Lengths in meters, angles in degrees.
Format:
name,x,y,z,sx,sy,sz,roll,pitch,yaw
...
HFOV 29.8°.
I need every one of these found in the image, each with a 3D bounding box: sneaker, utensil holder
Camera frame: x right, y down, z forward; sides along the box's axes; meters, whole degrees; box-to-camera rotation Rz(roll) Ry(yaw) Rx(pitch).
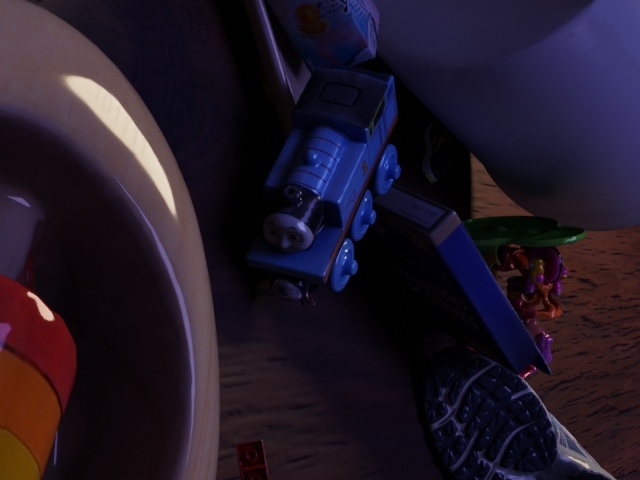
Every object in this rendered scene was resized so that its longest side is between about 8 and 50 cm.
name,x,y,z,sx,sy,sz,roll,pitch,yaw
sneaker,0.184,0.198,1.185,0.283,0.110,0.122,46,4,-25
utensil holder,0.230,-0.224,1.173,0.385,0.327,0.327,32,50,-54
sneaker,0.129,-0.094,1.261,0.031,0.035,0.083,51,36,-41

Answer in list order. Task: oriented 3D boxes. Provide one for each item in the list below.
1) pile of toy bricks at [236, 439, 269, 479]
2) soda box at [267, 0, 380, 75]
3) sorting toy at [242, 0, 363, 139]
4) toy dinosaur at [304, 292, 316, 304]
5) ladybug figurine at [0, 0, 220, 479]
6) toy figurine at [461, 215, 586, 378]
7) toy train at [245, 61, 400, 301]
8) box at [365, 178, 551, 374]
name,x,y,z,sx,sy,sz,roll,pitch,yaw
pile of toy bricks,-0.062,0.223,0.700,0.105,0.118,0.212,94,-14,-64
soda box,-0.017,-0.217,0.930,0.183,0.058,0.063,55,30,-38
sorting toy,-0.022,-0.186,1.026,0.208,0.038,0.193,-31,105,-66
toy dinosaur,0.000,0.000,0.993,0.082,0.047,0.090,-14,124,-71
ladybug figurine,-0.177,0.097,0.452,0.305,0.162,0.449,53,34,-35
toy figurine,0.196,0.065,1.201,0.130,0.173,0.159,-14,102,-36
toy train,0.003,-0.044,0.910,0.105,0.080,0.184,77,32,-52
box,0.113,0.040,1.073,0.036,0.136,0.225,-46,126,-12
